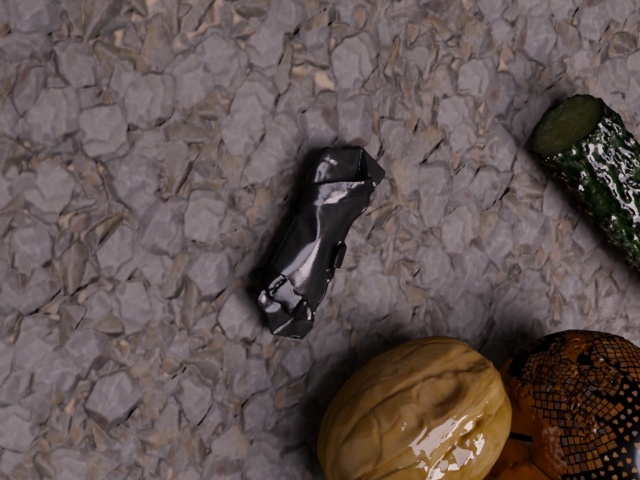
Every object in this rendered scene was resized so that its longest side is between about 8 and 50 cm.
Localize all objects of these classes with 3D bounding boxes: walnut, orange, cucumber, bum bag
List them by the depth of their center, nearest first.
[{"bbox_3d":[0.000,0.000,1.630,0.087,0.049,0.198,31,81,-42],"label":"bum bag"},{"bbox_3d":[0.092,0.181,1.677,0.207,0.159,0.159,-39,121,-23],"label":"walnut"},{"bbox_3d":[0.269,0.207,1.767,0.182,0.234,0.234,4,98,-39],"label":"orange"},{"bbox_3d":[0.361,-0.006,1.843,0.359,0.096,0.096,45,73,-27],"label":"cucumber"}]
